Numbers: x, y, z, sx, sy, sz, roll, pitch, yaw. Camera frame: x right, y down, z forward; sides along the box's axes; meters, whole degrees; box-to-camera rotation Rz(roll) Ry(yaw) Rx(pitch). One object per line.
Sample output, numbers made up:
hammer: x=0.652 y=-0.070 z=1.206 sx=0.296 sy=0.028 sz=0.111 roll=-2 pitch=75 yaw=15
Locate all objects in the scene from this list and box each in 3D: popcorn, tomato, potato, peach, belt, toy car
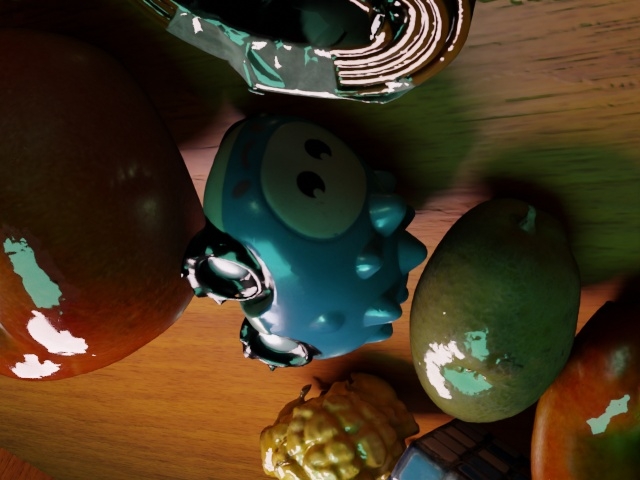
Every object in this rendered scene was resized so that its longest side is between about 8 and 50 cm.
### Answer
popcorn: x=0.030 y=0.296 z=1.180 sx=0.250 sy=0.190 sz=0.250 roll=-12 pitch=177 yaw=-1
tomato: x=-0.263 y=-0.047 z=0.754 sx=0.341 sy=0.273 sz=0.342 roll=21 pitch=131 yaw=27
potato: x=0.171 y=0.065 z=0.779 sx=0.159 sy=0.174 sz=0.251 roll=15 pitch=134 yaw=13
peach: x=0.399 y=0.254 z=0.815 sx=0.335 sy=0.310 sz=0.406 roll=-19 pitch=130 yaw=42
belt: x=-0.023 y=-0.194 z=0.540 sx=0.261 sy=0.105 sz=0.184 roll=18 pitch=151 yaw=2
toy car: x=0.000 y=0.000 z=0.754 sx=0.190 sy=0.189 sz=0.255 roll=-7 pitch=137 yaw=23

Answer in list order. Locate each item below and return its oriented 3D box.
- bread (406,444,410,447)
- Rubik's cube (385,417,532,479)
bread: x=0.262 y=0.494 z=1.397 sx=0.236 sy=0.165 sz=0.375 roll=-6 pitch=140 yaw=29
Rubik's cube: x=0.203 y=0.441 z=1.068 sx=0.293 sy=0.292 sz=0.287 roll=31 pitch=-172 yaw=23
